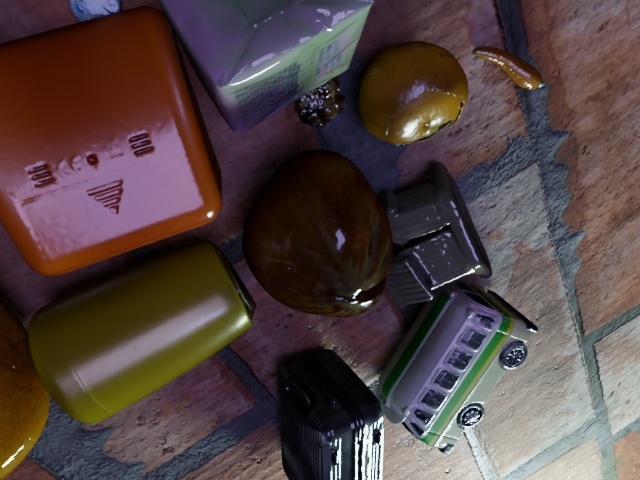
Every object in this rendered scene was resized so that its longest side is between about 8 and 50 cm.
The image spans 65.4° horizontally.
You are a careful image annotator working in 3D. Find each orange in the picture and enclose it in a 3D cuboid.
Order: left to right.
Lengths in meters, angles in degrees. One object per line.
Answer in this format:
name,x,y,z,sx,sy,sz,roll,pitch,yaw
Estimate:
orange,0.128,-0.210,0.708,0.156,0.134,0.156,-13,160,-5

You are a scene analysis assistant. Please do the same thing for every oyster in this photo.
oyster,-0.006,-0.225,0.700,0.086,0.029,0.132,-28,122,-6

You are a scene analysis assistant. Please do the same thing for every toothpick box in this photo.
toothpick box,-0.232,0.113,0.696,0.271,0.175,0.175,-27,120,-10

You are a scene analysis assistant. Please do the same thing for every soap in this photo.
soap,-0.062,-0.236,0.562,0.182,0.199,0.138,-33,93,-4

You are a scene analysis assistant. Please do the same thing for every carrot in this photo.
carrot,0.302,-0.276,0.791,0.142,0.035,0.035,21,105,-20

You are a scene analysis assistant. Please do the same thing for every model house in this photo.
model house,0.176,0.009,0.832,0.188,0.122,0.229,-27,107,8

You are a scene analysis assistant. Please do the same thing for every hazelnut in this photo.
hazelnut,0.000,0.000,0.701,0.217,0.217,0.252,-12,131,-15

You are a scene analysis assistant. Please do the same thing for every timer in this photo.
timer,-0.264,-0.116,0.588,0.257,0.161,0.250,-20,115,-10

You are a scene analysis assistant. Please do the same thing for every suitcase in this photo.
suitcase,0.015,0.364,0.891,0.128,0.202,0.312,-15,118,-25

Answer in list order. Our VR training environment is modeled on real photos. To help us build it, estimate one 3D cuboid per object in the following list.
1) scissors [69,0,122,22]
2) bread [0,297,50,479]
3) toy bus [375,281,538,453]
scissors,-0.262,-0.280,0.579,0.125,0.030,0.256,-1,114,-16
bread,-0.492,0.145,0.594,0.183,0.236,0.389,-14,128,4
toy bus,0.236,0.233,0.943,0.179,0.143,0.305,22,106,-25
